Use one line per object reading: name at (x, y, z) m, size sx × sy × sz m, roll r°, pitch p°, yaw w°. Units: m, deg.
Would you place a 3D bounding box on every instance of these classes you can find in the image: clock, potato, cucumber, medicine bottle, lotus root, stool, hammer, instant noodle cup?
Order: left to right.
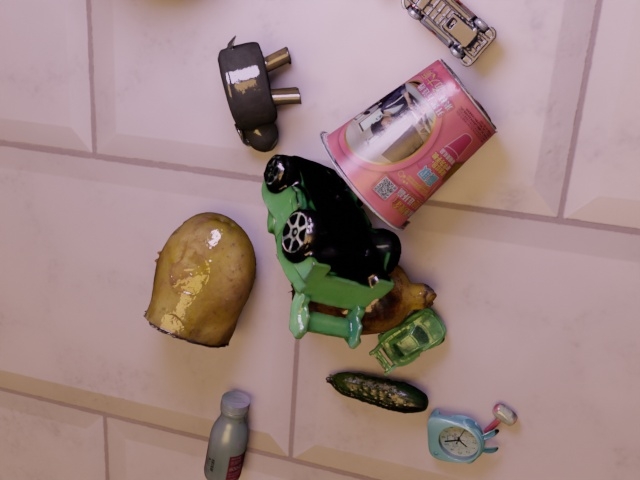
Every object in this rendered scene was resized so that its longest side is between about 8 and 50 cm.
potato at (-0.243, 0.071, 1.468) m, size 0.229 × 0.229 × 0.266 m, roll 27°, pitch 98°, yaw 8°
medicine bottle at (-0.213, 0.460, 1.627) m, size 0.090 × 0.090 × 0.217 m, roll 17°, pitch 111°, yaw 12°
stool at (-0.113, -0.287, 1.344) m, size 0.139 × 0.228 × 0.154 m, roll -13°, pitch 60°, yaw 0°
lotus root at (0.073, 0.107, 1.396) m, size 0.313 × 0.141 × 0.170 m, roll -2°, pitch 105°, yaw 18°
cucumber at (0.119, 0.322, 1.495) m, size 0.227 × 0.069 × 0.069 m, roll 11°, pitch 110°, yaw 18°
instant noodle cup at (0.166, -0.179, 1.245) m, size 0.255 × 0.244 × 0.244 m, roll -38°, pitch 93°, yaw 16°
clock at (0.300, 0.417, 1.469) m, size 0.147 × 0.045 × 0.108 m, roll 3°, pitch 113°, yaw 23°
hammer at (0.368, 0.378, 1.453) m, size 0.052 × 0.031 × 0.083 m, roll 38°, pitch 120°, yaw 7°

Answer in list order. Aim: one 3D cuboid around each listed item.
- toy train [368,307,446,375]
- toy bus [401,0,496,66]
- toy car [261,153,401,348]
toy train at (0.181, 0.204, 1.427) m, size 0.149 × 0.081 × 0.099 m, roll -35°, pitch 93°, yaw 24°
toy bus at (0.224, -0.390, 1.225) m, size 0.174 × 0.077 × 0.079 m, roll 42°, pitch 114°, yaw 1°
toy car at (0.000, 0.000, 1.276) m, size 0.176 × 0.213 × 0.359 m, roll -52°, pitch 43°, yaw 28°
